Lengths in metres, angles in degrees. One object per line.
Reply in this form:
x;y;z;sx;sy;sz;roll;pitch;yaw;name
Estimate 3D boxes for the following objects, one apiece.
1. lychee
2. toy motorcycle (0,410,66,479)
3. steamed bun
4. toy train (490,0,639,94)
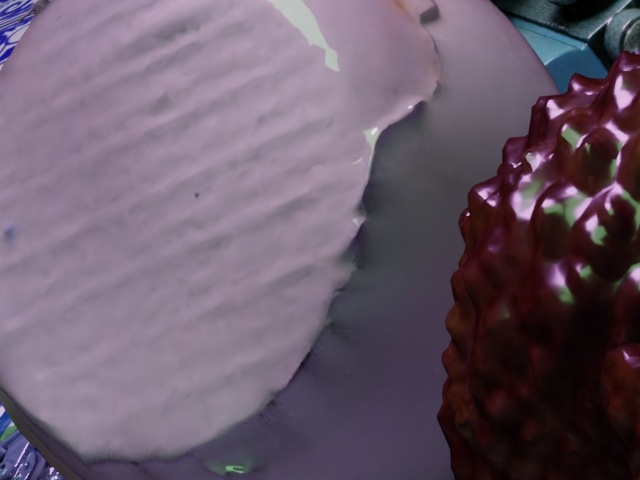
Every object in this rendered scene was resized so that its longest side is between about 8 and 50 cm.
0.162;0.050;0.529;0.264;0.264;0.300;-11;5;33;lychee
-0.150;0.087;0.991;0.135;0.092;0.254;-15;35;46;toy motorcycle
0.000;0.000;0.811;0.309;0.309;0.309;-23;25;11;steamed bun
0.134;-0.127;1.112;0.159;0.101;0.248;-45;25;-4;toy train
